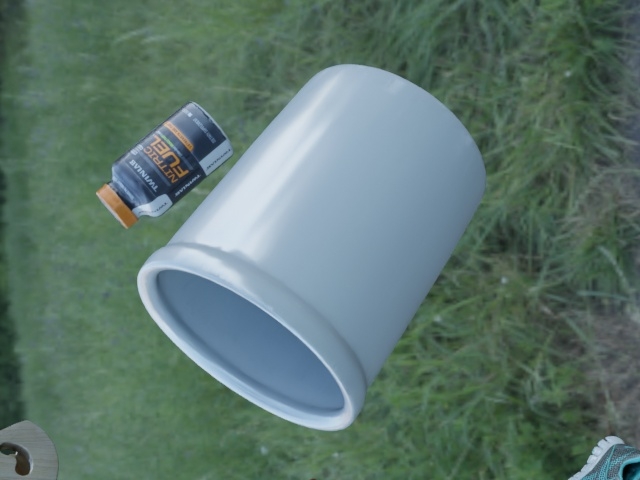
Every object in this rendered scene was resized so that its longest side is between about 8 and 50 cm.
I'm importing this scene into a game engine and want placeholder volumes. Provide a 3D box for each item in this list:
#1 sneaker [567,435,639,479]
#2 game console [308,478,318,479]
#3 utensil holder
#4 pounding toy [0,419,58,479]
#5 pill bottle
[{"bbox_3d":[0.370,0.329,1.196,0.166,0.065,0.076,-49,22,-20],"label":"sneaker"},{"bbox_3d":[-0.004,0.445,1.378,0.144,0.124,0.085,44,172,2],"label":"game console"},{"bbox_3d":[0.000,0.000,1.219,0.328,0.327,0.385,-16,34,57],"label":"utensil holder"},{"bbox_3d":[-0.332,0.225,0.875,0.154,0.270,0.154,-90,23,-51],"label":"pounding toy"},{"bbox_3d":[-0.288,-0.131,1.667,0.130,0.246,0.130,46,169,11],"label":"pill bottle"}]
